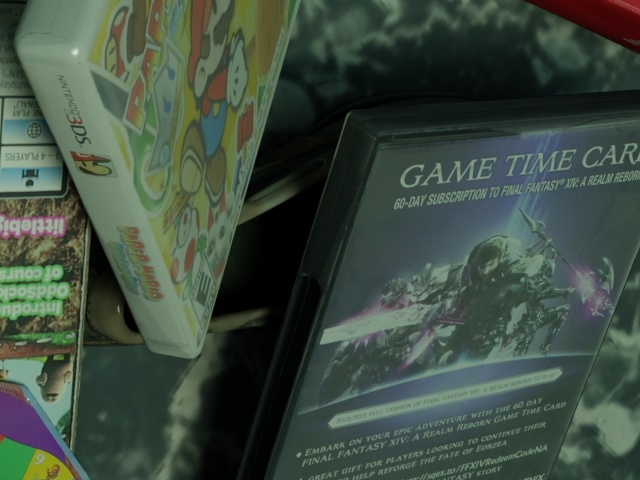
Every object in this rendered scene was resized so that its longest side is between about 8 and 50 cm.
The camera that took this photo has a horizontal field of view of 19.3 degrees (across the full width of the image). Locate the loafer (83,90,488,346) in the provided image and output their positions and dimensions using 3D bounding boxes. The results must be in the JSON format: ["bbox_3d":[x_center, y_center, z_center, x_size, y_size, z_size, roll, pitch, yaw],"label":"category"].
[{"bbox_3d":[0.000,0.000,0.816,0.267,0.084,0.096,-16,112,-30],"label":"loafer"}]

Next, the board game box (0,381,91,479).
[{"bbox_3d":[-0.119,0.131,0.630,0.133,0.033,0.169,-39,123,-19],"label":"board game box"}]

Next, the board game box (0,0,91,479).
[{"bbox_3d":[-0.213,0.008,0.639,0.232,0.141,0.291,-2,105,-34],"label":"board game box"}]

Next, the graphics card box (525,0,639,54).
[{"bbox_3d":[0.241,-0.257,0.899,0.232,0.094,0.371,18,93,-36],"label":"graphics card box"}]

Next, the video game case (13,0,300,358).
[{"bbox_3d":[-0.042,-0.102,0.674,0.206,0.026,0.227,77,25,-60],"label":"video game case"}]

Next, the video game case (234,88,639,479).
[{"bbox_3d":[0.054,0.061,0.848,0.196,0.026,0.274,-7,125,-40],"label":"video game case"}]
